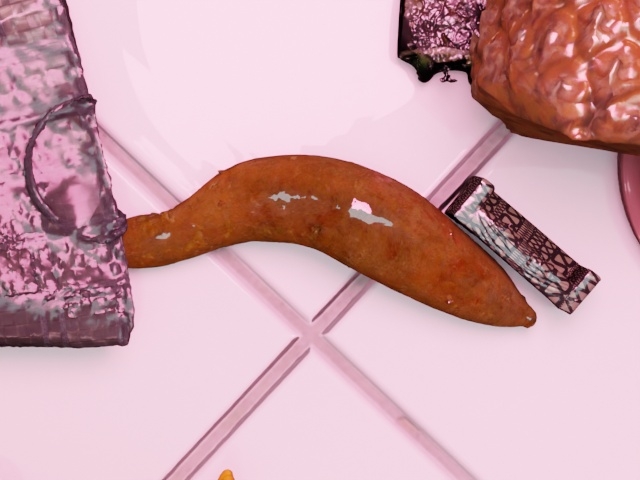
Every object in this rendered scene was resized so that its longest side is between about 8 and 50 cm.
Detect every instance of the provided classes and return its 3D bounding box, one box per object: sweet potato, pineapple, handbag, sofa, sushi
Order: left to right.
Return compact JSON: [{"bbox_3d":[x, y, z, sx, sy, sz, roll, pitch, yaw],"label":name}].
[{"bbox_3d":[-0.234,-0.043,1.317,0.175,0.088,0.270,-12,92,1],"label":"handbag"},{"bbox_3d":[-0.002,-0.007,1.345,0.346,0.079,0.108,9,103,-1],"label":"sweet potato"},{"bbox_3d":[0.100,-0.157,1.357,0.083,0.056,0.085,5,90,-4],"label":"sushi"},{"bbox_3d":[0.149,0.003,1.363,0.118,0.060,0.039,40,93,-4],"label":"sofa"},{"bbox_3d":[0.229,-0.229,1.263,0.202,0.202,0.362,14,87,-4],"label":"pineapple"}]

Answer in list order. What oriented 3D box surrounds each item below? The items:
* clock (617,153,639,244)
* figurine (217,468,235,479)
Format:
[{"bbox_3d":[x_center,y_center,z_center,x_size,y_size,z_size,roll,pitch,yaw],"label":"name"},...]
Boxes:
[{"bbox_3d":[0.343,-0.058,1.377,0.244,0.056,0.244,0,92,-5],"label":"clock"},{"bbox_3d":[-0.218,0.258,1.295,0.343,0.187,0.215,-11,105,-10],"label":"figurine"}]
